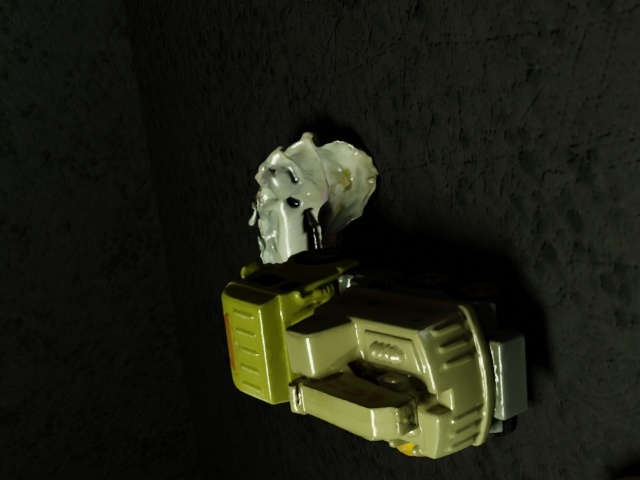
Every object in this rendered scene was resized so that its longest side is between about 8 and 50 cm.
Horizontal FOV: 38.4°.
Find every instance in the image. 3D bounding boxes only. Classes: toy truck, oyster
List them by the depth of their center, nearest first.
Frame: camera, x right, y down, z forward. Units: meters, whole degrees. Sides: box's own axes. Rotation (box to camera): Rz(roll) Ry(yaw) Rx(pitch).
[{"bbox_3d":[0.044,0.130,1.097,0.405,0.254,0.180,12,110,49],"label":"toy truck"},{"bbox_3d":[0.001,-0.001,1.383,0.238,0.115,0.351,30,140,47],"label":"oyster"}]

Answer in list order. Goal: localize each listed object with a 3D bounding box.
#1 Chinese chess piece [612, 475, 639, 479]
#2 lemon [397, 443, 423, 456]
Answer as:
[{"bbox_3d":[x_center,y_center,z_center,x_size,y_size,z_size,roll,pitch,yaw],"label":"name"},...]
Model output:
[{"bbox_3d":[0.334,0.351,0.884,0.251,0.097,0.250,51,151,43],"label":"Chinese chess piece"},{"bbox_3d":[0.127,0.222,1.251,0.114,0.114,0.155,103,146,-54],"label":"lemon"}]
